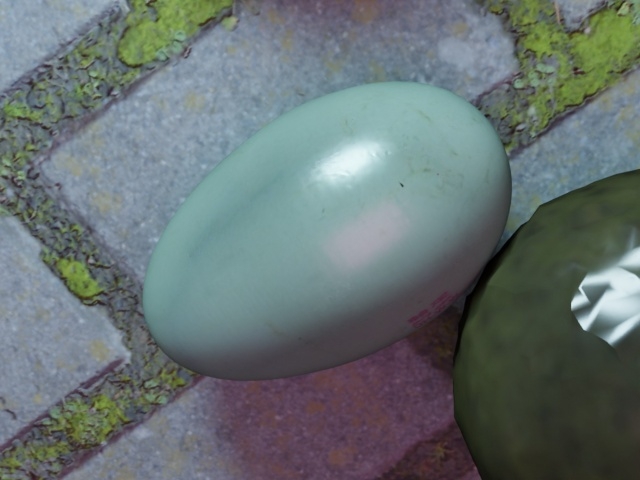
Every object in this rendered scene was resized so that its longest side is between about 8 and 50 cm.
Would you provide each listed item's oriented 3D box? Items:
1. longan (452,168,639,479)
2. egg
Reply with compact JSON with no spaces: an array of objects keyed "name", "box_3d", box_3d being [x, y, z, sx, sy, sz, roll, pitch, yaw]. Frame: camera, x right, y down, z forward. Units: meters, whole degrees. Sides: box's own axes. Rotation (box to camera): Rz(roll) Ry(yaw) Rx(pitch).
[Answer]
[{"name":"longan","box_3d":[0.310,0.124,0.921,0.391,0.391,0.391,-1,111,-2]},{"name":"egg","box_3d":[0.000,0.000,0.953,0.371,0.230,0.230,-32,109,17]}]
